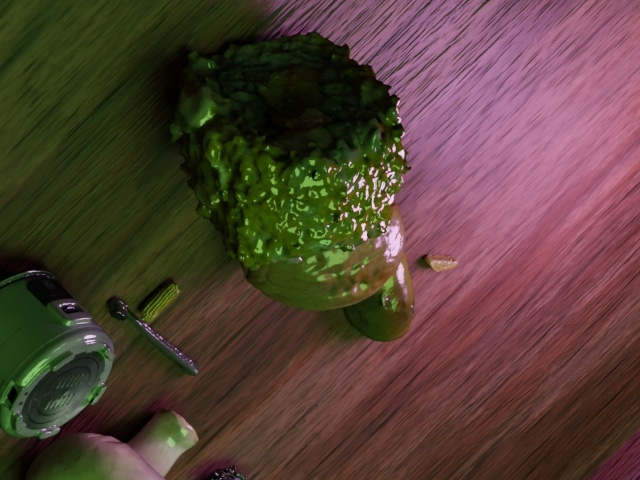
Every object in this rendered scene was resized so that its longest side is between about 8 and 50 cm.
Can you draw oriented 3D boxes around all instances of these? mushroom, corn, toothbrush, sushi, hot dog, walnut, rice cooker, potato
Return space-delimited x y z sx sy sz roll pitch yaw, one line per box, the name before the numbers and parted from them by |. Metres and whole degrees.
mushroom | -0.389 0.495 1.893 0.356 0.315 0.315 -29 135 -1
corn | -0.301 0.114 1.858 0.092 0.037 0.037 -42 136 -1
toothbrush | -0.317 0.195 1.914 0.030 0.030 0.297 -23 140 15
sushi | -0.061 -0.149 1.590 0.351 0.396 0.240 -10 132 -21
hot dog | 0.269 0.053 2.235 0.090 0.030 0.034 3 120 -37
walnut | -0.001 -0.002 1.834 0.313 0.277 0.252 -24 102 -14
rice cooker | -0.486 0.181 1.639 0.280 0.227 0.241 -8 133 -58
potato | 0.143 0.129 2.145 0.160 0.111 0.272 -27 134 -20

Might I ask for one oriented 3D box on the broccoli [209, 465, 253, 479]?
broccoli | -0.269 0.631 2.212 0.304 0.165 0.145 -31 168 5
